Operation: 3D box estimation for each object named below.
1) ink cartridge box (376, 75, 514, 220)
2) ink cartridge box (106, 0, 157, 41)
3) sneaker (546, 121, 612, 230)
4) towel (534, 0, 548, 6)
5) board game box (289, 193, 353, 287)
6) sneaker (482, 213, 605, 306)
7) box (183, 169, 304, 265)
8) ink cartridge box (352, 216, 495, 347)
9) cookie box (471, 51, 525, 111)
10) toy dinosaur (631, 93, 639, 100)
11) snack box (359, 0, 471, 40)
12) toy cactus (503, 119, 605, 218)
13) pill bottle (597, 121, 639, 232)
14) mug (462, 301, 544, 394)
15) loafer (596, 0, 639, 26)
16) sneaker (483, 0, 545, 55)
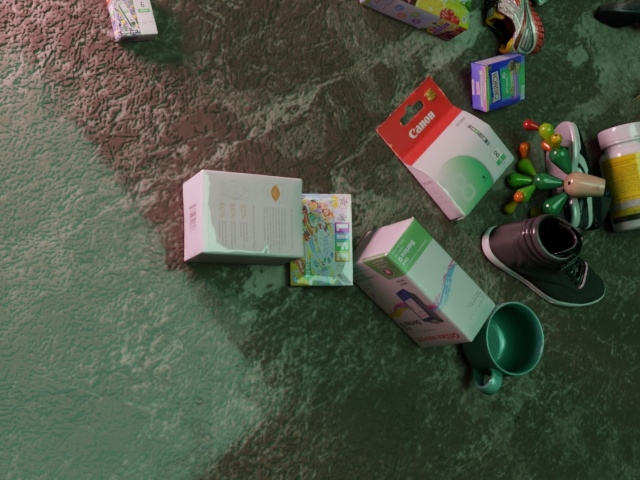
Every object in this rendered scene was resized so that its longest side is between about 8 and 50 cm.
[{"bbox_3d":[0.235,-0.176,1.594,0.225,0.056,0.181,50,62,-13],"label":"ink cartridge box"},{"bbox_3d":[-0.302,-0.373,1.358,0.062,0.029,0.115,-12,86,-29],"label":"ink cartridge box"},{"bbox_3d":[0.523,-0.126,1.728,0.121,0.079,0.217,1,88,-31],"label":"sneaker"},{"bbox_3d":[0.424,-0.552,1.756,0.152,0.023,0.113,60,30,-6],"label":"towel"},{"bbox_3d":[0.000,0.000,1.426,0.103,0.026,0.154,0,79,-6],"label":"board game box"},{"bbox_3d":[0.459,0.044,1.615,0.295,0.147,0.105,26,67,-23],"label":"sneaker"},{"bbox_3d":[-0.121,-0.032,1.352,0.170,0.091,0.130,4,78,-27],"label":"box"},{"bbox_3d":[0.163,0.076,1.445,0.212,0.154,0.093,44,65,-14],"label":"ink cartridge box"},{"bbox_3d":[0.343,-0.306,1.664,0.107,0.040,0.092,-20,117,-29],"label":"cookie box"},{"bbox_3d":[0.783,-0.367,1.899,0.211,0.064,0.112,-15,121,-34],"label":"toy dinosaur"},{"bbox_3d":[0.186,-0.497,1.620,0.207,0.070,0.175,17,73,-25],"label":"snack box"},{"bbox_3d":[0.447,-0.116,1.639,0.180,0.112,0.219,7,84,13],"label":"toy cactus"},{"bbox_3d":[0.637,-0.128,1.758,0.119,0.119,0.209,-8,84,-29],"label":"pill bottle"},{"bbox_3d":[0.307,0.184,1.534,0.157,0.097,0.130,-28,94,-29],"label":"mug"},{"bbox_3d":[0.679,-0.505,1.882,0.170,0.062,0.061,0,73,-13],"label":"loafer"},{"bbox_3d":[0.366,-0.472,1.702,0.092,0.088,0.225,-17,85,-22],"label":"sneaker"}]
